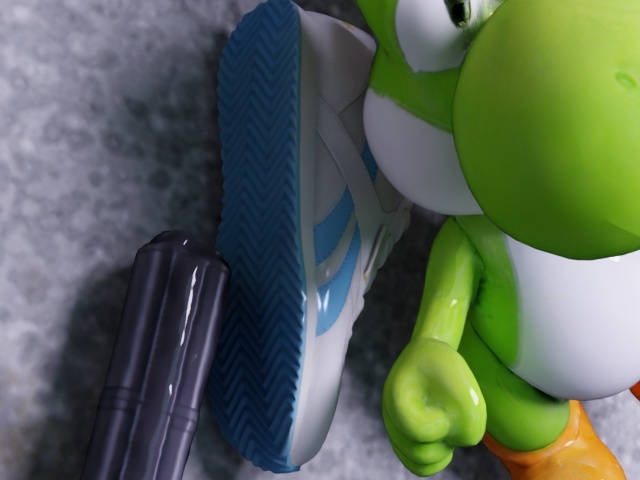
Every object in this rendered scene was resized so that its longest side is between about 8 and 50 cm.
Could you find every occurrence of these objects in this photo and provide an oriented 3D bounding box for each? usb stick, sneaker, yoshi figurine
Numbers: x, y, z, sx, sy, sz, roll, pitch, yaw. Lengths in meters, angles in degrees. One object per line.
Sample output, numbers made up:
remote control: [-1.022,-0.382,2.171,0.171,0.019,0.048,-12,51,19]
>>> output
usb stick: [-0.090,0.132,0.523,0.045,0.077,0.278,16,75,-15]
sneaker: [0.000,0.000,0.596,0.092,0.087,0.229,11,81,-39]
yoshi figurine: [0.120,0.008,0.540,0.362,0.203,0.203,61,42,-39]
